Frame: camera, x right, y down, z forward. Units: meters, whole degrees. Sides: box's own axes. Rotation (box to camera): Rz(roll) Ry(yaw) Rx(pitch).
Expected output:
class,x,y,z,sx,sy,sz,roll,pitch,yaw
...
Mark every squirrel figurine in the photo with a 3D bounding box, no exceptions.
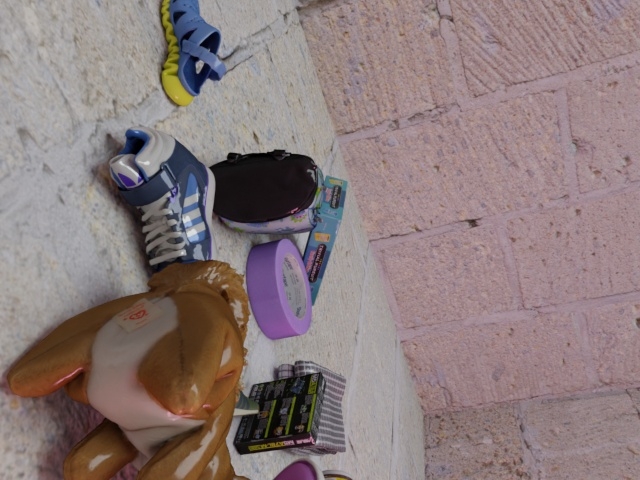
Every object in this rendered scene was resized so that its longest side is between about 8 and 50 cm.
class,x,y,z,sx,sy,sz,roll,pitch,yaw
squirrel figurine,-0.199,0.246,0.859,0.397,0.280,0.371,-69,150,-59

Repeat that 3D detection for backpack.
class,x,y,z,sx,sy,sz,roll,pitch,yaw
backpack,-0.117,-0.122,1.482,0.355,0.289,0.274,-73,156,-73

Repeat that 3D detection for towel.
class,x,y,z,sx,sy,sz,roll,pitch,yaw
towel,-0.012,0.476,1.572,0.283,0.121,0.235,43,36,-58

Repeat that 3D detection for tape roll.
class,x,y,z,sx,sy,sz,roll,pitch,yaw
tape roll,-0.112,0.137,1.583,0.275,0.090,0.275,-13,90,-74

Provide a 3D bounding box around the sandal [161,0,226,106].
class,x,y,z,sx,sy,sz,roll,pitch,yaw
sandal,-0.294,-0.471,1.329,0.126,0.138,0.318,37,41,-64

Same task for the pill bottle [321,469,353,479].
class,x,y,z,sx,sy,sz,roll,pitch,yaw
pill bottle,0.035,0.761,1.551,0.215,0.117,0.117,-87,158,-43

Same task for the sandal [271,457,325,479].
class,x,y,z,sx,sy,sz,roll,pitch,yaw
sandal,-0.144,0.465,0.749,0.416,0.169,0.102,-49,115,-20

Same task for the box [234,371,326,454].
class,x,y,z,sx,sy,sz,roll,pitch,yaw
box,-0.088,0.392,1.280,0.191,0.184,0.045,-76,151,-60

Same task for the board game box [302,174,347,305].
class,x,y,z,sx,sy,sz,roll,pitch,yaw
board game box,0.000,0.000,1.796,0.254,0.079,0.336,-78,-175,-57

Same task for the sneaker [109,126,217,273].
class,x,y,z,sx,sy,sz,roll,pitch,yaw
sneaker,-0.302,-0.048,1.014,0.236,0.130,0.323,35,49,-54

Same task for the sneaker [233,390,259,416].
class,x,y,z,sx,sy,sz,roll,pitch,yaw
sneaker,-0.185,0.332,1.199,0.192,0.064,0.086,33,51,-64
